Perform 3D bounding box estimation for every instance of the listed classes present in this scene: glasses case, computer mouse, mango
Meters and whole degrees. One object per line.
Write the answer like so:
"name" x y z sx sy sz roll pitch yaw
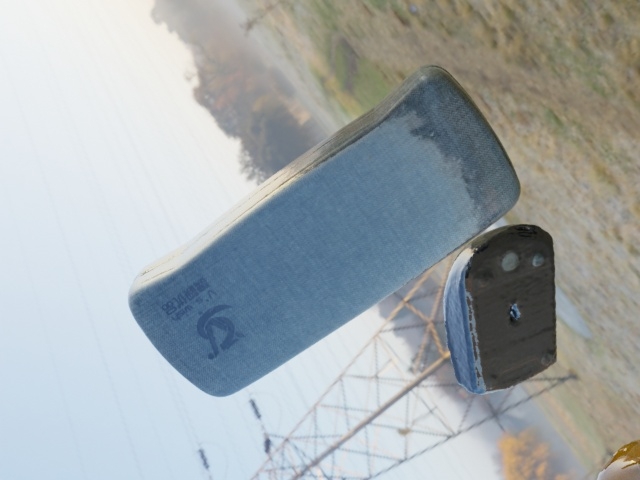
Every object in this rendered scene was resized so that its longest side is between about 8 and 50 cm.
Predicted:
"glasses case" 0.000 0.000 0.610 0.131 0.323 0.074 52 -166 -15
"computer mouse" 0.263 0.093 1.126 0.100 0.170 0.270 -133 30 -61
"mango" 0.279 0.217 0.654 0.080 0.114 0.060 41 -135 7
